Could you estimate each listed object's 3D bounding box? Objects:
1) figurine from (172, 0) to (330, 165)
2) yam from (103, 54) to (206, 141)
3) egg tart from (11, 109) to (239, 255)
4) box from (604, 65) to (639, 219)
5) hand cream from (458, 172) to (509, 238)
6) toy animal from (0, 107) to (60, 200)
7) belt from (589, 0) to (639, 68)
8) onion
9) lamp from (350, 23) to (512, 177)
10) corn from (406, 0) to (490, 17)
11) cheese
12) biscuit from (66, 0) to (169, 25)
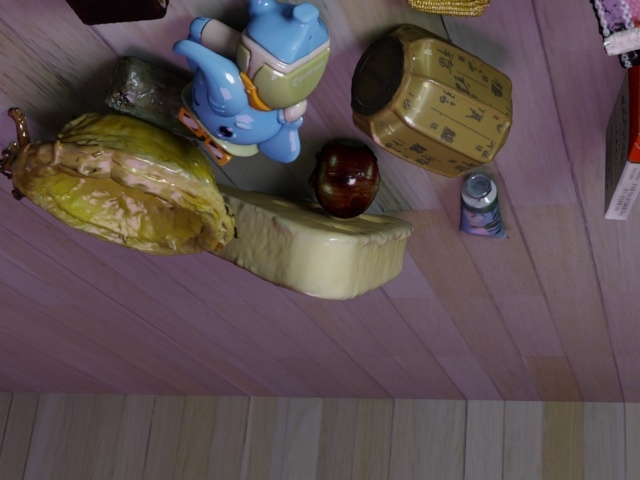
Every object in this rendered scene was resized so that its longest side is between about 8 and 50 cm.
[{"bbox_3d":[-0.089,-0.208,1.238,0.180,0.154,0.262,17,140,-4],"label":"figurine"},{"bbox_3d":[-0.203,-0.188,1.372,0.179,0.078,0.078,21,154,-35],"label":"yam"},{"bbox_3d":[-0.269,-0.089,1.449,0.345,0.132,0.345,14,162,4],"label":"egg tart"},{"bbox_3d":[0.394,-0.134,1.273,0.035,0.139,0.245,5,157,7],"label":"box"},{"bbox_3d":[0.265,-0.048,1.650,0.088,0.055,0.256,6,165,12],"label":"hand cream"},{"bbox_3d":[-0.456,-0.105,1.591,0.114,0.116,0.255,14,158,-15],"label":"toy animal"},{"bbox_3d":[0.250,-0.298,0.870,0.094,0.126,0.359,-10,138,31],"label":"belt"},{"bbox_3d":[0.035,-0.088,1.525,0.118,0.119,0.117,0,162,13],"label":"onion"},{"bbox_3d":[0.138,-0.168,1.235,0.185,0.161,0.161,17,156,-34],"label":"lamp"},{"bbox_3d":[0.143,-0.271,1.132,0.092,0.037,0.037,7,158,-2],"label":"corn"},{"bbox_3d":[-0.001,0.000,1.623,0.384,0.104,0.384,11,-171,-2],"label":"cheese"},{"bbox_3d":[-0.266,-0.349,0.994,0.107,0.073,0.388,-2,157,14],"label":"biscuit"}]
